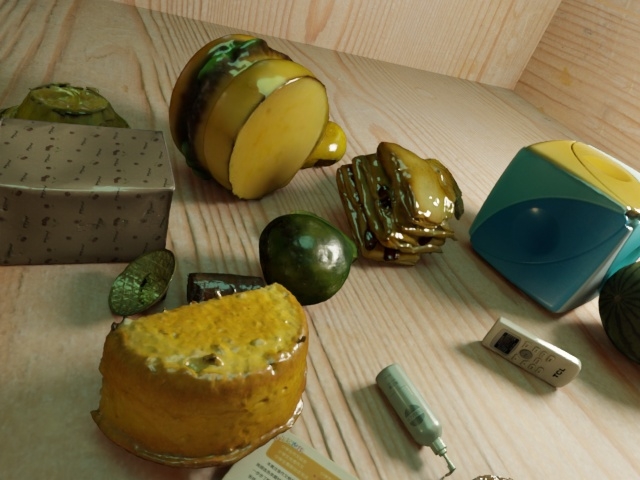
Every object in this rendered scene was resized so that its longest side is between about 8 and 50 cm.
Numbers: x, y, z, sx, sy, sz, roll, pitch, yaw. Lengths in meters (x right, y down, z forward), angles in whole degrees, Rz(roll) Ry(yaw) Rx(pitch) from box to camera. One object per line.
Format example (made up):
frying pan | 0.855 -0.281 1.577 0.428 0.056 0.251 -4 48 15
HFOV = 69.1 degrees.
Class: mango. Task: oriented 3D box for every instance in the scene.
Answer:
mango | -0.030 -0.296 1.451 0.262 0.130 0.167 -17 54 -33

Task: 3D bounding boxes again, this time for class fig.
fig | -0.011 0.030 0.967 0.245 0.195 0.195 -17 49 -36

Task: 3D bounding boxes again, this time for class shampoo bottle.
shampoo bottle | 0.169 0.305 0.801 0.056 0.056 0.195 -7 43 -33

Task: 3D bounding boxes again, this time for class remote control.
remote control | 0.452 0.243 0.999 0.190 0.087 0.029 30 40 12

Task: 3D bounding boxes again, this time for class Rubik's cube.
Rubik's cube | 0.676 -0.049 1.273 0.347 0.351 0.352 -12 44 -37

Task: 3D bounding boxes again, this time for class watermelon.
watermelon | 0.855 0.184 1.109 0.359 0.279 0.279 10 36 -12

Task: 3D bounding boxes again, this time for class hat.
hat | -0.308 0.092 0.855 0.146 0.067 0.146 -16 46 17

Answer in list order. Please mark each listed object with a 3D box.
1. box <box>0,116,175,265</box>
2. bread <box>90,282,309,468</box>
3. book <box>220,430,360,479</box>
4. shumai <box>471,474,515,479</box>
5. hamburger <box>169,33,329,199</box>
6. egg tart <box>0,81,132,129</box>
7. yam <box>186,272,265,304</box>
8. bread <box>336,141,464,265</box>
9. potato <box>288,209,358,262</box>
box | -0.457 -0.093 0.914 0.297 0.190 0.225 -1 41 -26
bread | -0.129 0.196 0.670 0.340 0.194 0.179 -10 32 -40
book | -0.063 0.393 0.598 0.208 0.020 0.295 30 36 13
shumai | 0.247 0.433 0.626 0.184 0.218 0.185 14 77 10
hamburger | -0.198 -0.317 1.187 0.277 0.396 0.396 38 38 21
egg tart | -0.640 -0.315 1.180 0.315 0.120 0.315 13 35 -9
yam | -0.182 0.101 0.888 0.141 0.079 0.079 4 38 -23
bread | 0.243 -0.107 1.218 0.370 0.191 0.314 -1 58 -31
potato | 0.000 0.000 1.133 0.198 0.054 0.119 27 35 2
